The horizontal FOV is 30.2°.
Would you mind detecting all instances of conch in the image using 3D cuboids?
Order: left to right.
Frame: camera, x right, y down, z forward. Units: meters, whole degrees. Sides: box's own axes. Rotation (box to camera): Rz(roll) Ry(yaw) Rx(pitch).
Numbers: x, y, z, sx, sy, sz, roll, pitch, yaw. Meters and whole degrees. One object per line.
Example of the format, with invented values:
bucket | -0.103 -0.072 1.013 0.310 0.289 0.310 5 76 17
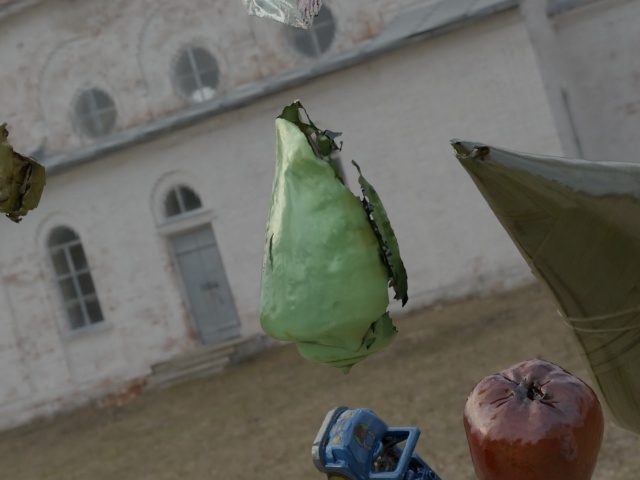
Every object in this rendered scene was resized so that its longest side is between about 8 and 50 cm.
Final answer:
conch | 0.015 0.008 1.115 0.137 0.251 0.143 4 22 -4

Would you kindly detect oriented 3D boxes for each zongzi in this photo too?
zongzi | 0.380 -0.064 1.183 0.447 0.418 0.181 -44 19 -16

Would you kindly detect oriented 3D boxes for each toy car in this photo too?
toy car | 0.085 0.282 1.443 0.100 0.191 0.097 -27 24 40

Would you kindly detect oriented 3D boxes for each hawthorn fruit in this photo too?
hawthorn fruit | 0.123 0.119 0.680 0.081 0.093 0.081 -10 34 7

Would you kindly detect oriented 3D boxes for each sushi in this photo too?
sushi | -0.555 -0.130 1.784 0.291 0.139 0.131 20 -5 -16

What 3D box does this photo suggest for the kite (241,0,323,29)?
kite | 0.012 -0.357 1.010 0.022 0.360 0.204 10 26 -38
